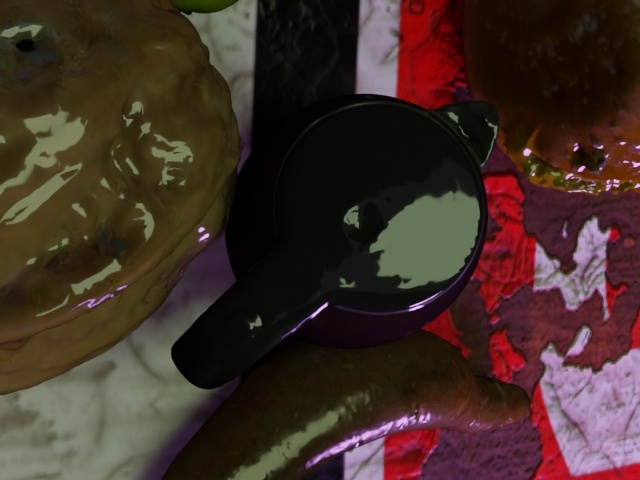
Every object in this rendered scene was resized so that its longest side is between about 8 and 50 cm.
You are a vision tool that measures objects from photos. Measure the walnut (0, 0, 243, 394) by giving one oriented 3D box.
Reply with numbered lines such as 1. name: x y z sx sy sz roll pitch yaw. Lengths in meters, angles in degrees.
1. walnut: -0.147 -0.033 0.765 0.245 0.198 0.198 -42 121 -28

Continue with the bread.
1. bread: 0.236 -0.115 1.066 0.246 0.195 0.176 -12 101 -38

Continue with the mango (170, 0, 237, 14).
1. mango: -0.052 -0.203 0.887 0.091 0.074 0.165 32 77 -37

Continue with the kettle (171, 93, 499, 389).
1. kettle: 0.000 0.000 0.851 0.202 0.232 0.144 -35 89 -4

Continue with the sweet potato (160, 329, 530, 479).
1. sweet potato: 0.022 0.106 1.007 0.346 0.079 0.108 -11 133 -40
